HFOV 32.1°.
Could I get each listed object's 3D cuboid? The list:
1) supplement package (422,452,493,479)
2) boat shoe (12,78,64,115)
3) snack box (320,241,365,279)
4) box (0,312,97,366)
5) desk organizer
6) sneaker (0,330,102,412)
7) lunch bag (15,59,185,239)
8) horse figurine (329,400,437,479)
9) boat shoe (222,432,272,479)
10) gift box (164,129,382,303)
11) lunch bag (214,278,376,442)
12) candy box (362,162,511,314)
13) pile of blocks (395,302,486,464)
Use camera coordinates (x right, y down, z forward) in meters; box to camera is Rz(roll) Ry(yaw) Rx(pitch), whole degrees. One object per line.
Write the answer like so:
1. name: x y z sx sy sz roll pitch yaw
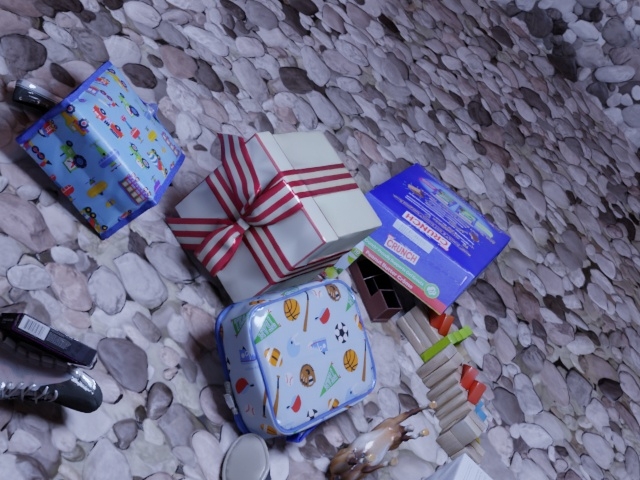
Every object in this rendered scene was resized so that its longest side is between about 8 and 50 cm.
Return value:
1. supplement package: 0.261 0.534 1.823 0.293 0.175 0.177 44 35 -4
2. boat shoe: -0.467 -0.230 1.919 0.142 0.049 0.040 28 75 -35
3. snack box: 0.000 0.000 2.120 0.141 0.100 0.037 39 29 -11
4. box: -0.388 0.138 1.565 0.116 0.162 0.029 31 73 -22
5. desk organizer: 0.108 0.093 2.186 0.047 0.050 0.130 4 54 -43
6. sneaker: -0.422 0.213 1.527 0.229 0.086 0.132 28 44 -9
7. lunch bag: -0.341 -0.179 1.902 0.221 0.138 0.293 51 30 -14
8. horse figurine: 0.091 0.353 1.860 0.263 0.174 0.066 -35 92 -40
9. boat shoe: -0.106 0.392 1.704 0.206 0.075 0.065 -97 174 -45
10. gift box: -0.096 -0.051 1.961 0.276 0.255 0.258 52 28 11
11. lunch bag: -0.041 0.201 1.854 0.303 0.115 0.243 -16 92 -49
12. candy box: 0.217 -0.011 2.261 0.268 0.122 0.317 40 24 9
13. pile of blocks: 0.273 0.258 2.147 0.149 0.112 0.362 11 50 -39
